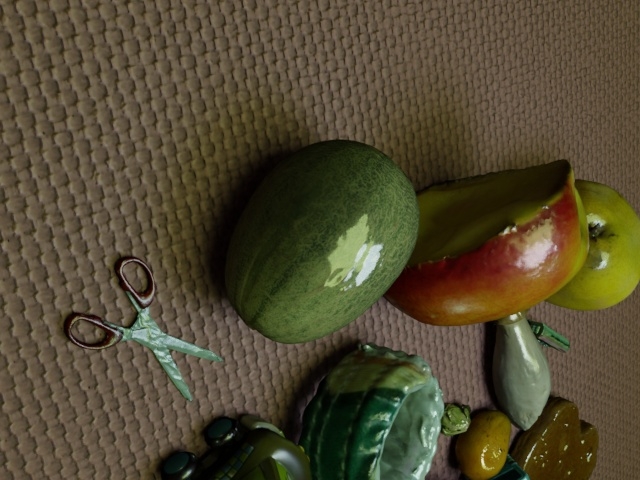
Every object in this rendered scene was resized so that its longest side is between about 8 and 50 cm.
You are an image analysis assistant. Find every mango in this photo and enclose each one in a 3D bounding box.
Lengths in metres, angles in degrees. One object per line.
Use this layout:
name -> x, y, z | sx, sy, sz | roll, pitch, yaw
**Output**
mango -> 0.361, 0.450, 1.445 | 0.115, 0.089, 0.164 | 25, 72, -9

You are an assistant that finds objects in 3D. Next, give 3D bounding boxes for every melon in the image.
melon -> 0.000, 0.000, 0.968 | 0.329, 0.249, 0.248 | -51, 125, -12

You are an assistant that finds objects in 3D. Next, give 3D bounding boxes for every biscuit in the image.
biscuit -> 0.581, 0.581, 1.661 | 0.359, 0.074, 0.380 | 4, 96, -38

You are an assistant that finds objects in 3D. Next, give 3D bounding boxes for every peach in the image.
peach -> 0.269, 0.028, 1.155 | 0.306, 0.381, 0.242 | -56, 131, -48

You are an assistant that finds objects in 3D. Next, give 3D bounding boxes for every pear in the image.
pear -> 0.543, 0.012, 1.350 | 0.285, 0.336, 0.284 | -1, 100, -8

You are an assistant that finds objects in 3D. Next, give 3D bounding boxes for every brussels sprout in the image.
brussels sprout -> 0.298, 0.386, 1.411 | 0.085, 0.058, 0.085 | -21, 116, -51

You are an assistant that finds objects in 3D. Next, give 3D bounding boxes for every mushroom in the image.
mushroom -> 0.440, 0.276, 1.456 | 0.128, 0.128, 0.349 | -26, 111, -31

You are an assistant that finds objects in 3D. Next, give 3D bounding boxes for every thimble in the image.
thimble -> 0.093, 0.330, 1.149 | 0.254, 0.167, 0.288 | 32, 72, -49

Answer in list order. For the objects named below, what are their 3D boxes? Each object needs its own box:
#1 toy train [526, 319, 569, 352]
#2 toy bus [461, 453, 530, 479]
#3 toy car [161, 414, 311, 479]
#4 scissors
toy train -> 0.530, 0.227, 1.544 | 0.148, 0.071, 0.038 | 30, 81, -38
toy bus -> 0.435, 0.629, 1.469 | 0.128, 0.147, 0.255 | -25, 100, -6
toy car -> -0.113, 0.408, 1.000 | 0.248, 0.198, 0.204 | -37, 119, -29
scissors -> -0.243, 0.144, 0.959 | 0.144, 0.017, 0.247 | -52, 127, -17
